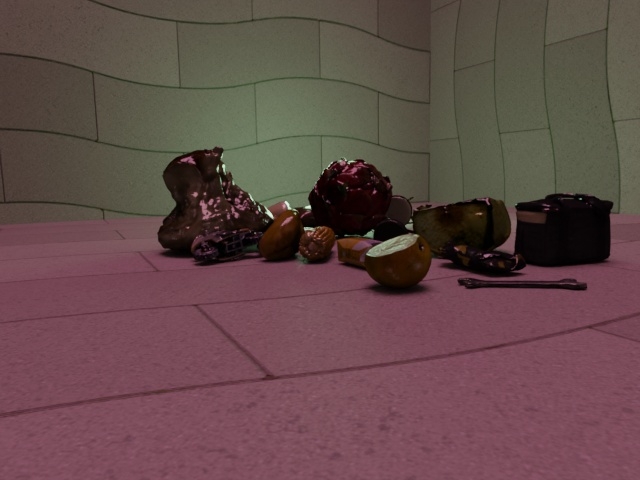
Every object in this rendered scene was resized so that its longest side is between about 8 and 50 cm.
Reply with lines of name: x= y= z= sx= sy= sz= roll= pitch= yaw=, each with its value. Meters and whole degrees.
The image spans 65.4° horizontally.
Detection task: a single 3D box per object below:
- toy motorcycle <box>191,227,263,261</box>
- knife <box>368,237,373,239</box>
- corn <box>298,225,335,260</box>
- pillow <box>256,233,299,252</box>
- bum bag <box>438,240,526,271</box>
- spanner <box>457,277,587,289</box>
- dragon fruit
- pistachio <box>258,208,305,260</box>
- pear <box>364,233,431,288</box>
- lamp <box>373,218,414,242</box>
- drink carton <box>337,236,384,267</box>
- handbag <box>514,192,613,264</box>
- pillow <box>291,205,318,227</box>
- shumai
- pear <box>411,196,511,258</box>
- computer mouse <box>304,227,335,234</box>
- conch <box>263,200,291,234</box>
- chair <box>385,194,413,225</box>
toy motorcycle: x=-0.283 y=0.006 z=1.465 sx=0.229 sy=0.094 sz=0.129 roll=-21 pitch=20 yaw=-38
knife: x=0.218 y=-0.001 z=1.726 sx=0.063 sy=0.035 sz=0.260 roll=2 pitch=4 yaw=-6
corn: x=-0.003 y=0.004 z=1.478 sx=0.091 sy=0.091 sz=0.260 roll=-42 pitch=-2 yaw=13
pillow: x=-0.138 y=0.009 z=1.589 sx=0.141 sy=0.055 sz=0.208 roll=0 pitch=10 yaw=-4
bum bag: x=0.387 y=0.042 z=1.243 sx=0.106 sy=0.060 sz=0.232 roll=5 pitch=5 yaw=-35
spanner: x=0.419 y=0.090 z=1.047 sx=0.254 sy=0.015 sz=0.054 roll=0 pitch=10 yaw=9
dragon fruit: x=0.112 y=-0.161 z=1.933 sx=0.328 sy=0.330 sz=0.329 roll=-1 pitch=7 yaw=0
pistachio: x=-0.101 y=-0.020 z=1.452 sx=0.100 sy=0.110 sz=0.189 roll=31 pitch=51 yaw=12
pear: x=0.169 y=0.052 z=1.054 sx=0.141 sy=0.104 sz=0.141 roll=-25 pitch=8 yaw=4
lamp: x=0.261 y=-0.002 z=1.589 sx=0.130 sy=0.109 sz=0.371 roll=33 pitch=9 yaw=16
drink carton: x=0.125 y=0.033 z=1.294 sx=0.084 sy=0.075 sz=0.200 roll=-6 pitch=10 yaw=-30
handbag: x=0.644 y=-0.036 z=1.336 sx=0.254 sy=0.182 sz=0.181 roll=-2 pitch=8 yaw=-15
pillow: x=-0.006 y=-0.115 z=2.308 sx=0.307 sy=0.109 sz=0.305 roll=-5 pitch=7 yaw=-23
shumai: x=-0.366 y=-0.140 z=1.663 sx=0.397 sy=0.324 sz=0.324 roll=-15 pitch=6 yaw=-41
pear: x=0.429 y=-0.034 z=1.484 sx=0.238 sy=0.164 sz=0.255 roll=-8 pitch=-3 yaw=34
computer mouse: x=-0.064 y=-0.014 z=1.753 sx=0.232 sy=0.057 sz=0.120 roll=2 pitch=8 yaw=4
conch: x=-0.205 y=-0.063 z=2.033 sx=0.255 sy=0.127 sz=0.158 roll=-21 pitch=31 yaw=20
chair: x=0.323 y=-0.127 z=2.213 sx=0.170 sy=0.160 sz=0.325 roll=0 pitch=3 yaw=17
